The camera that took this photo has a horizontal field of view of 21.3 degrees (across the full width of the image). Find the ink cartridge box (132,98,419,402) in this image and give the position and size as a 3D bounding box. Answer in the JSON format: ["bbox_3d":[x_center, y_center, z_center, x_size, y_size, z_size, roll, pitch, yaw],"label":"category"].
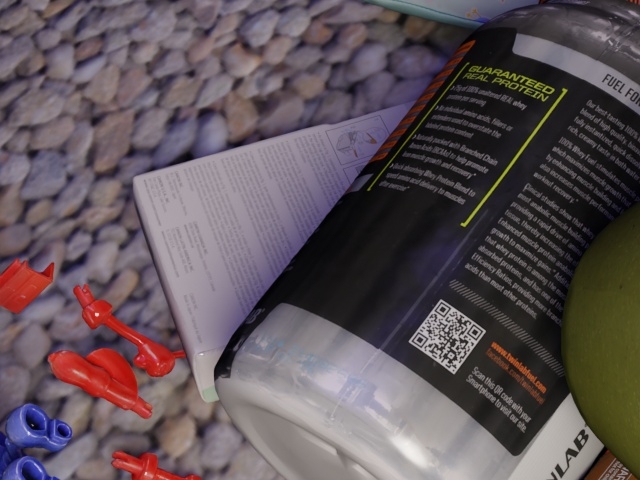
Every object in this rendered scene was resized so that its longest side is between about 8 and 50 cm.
[{"bbox_3d":[0.000,0.000,1.160,0.225,0.056,0.181,-15,46,-9],"label":"ink cartridge box"}]

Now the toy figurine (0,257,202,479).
[{"bbox_3d":[-0.204,0.216,1.052,0.217,0.191,0.362,-40,38,33],"label":"toy figurine"}]

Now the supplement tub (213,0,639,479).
[{"bbox_3d":[0.113,0.012,0.973,0.207,0.207,0.338,25,68,38],"label":"supplement tub"}]

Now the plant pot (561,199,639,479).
[{"bbox_3d":[0.241,0.048,0.715,0.275,0.275,0.293,-51,20,-17],"label":"plant pot"}]

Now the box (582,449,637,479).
[{"bbox_3d":[0.203,0.168,0.818,0.201,0.057,0.293,7,35,39],"label":"box"}]

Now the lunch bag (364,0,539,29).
[{"bbox_3d":[0.147,-0.266,1.214,0.223,0.160,0.262,19,76,32],"label":"lunch bag"}]
